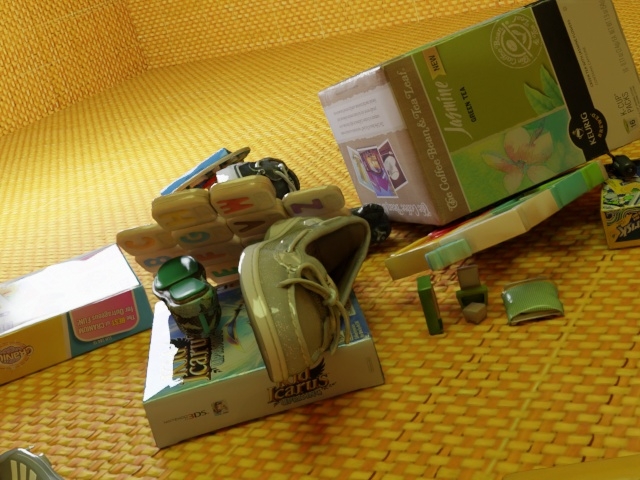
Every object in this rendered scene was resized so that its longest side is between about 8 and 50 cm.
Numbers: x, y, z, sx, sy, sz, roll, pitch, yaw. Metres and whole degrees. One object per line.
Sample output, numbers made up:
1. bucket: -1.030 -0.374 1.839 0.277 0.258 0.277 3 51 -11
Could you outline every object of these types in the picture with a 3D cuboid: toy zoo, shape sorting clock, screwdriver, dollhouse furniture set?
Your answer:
1. toy zoo: 0.204 -0.021 1.133 0.192 0.030 0.293 -23 1 42
2. shape sorting clock: -0.212 -0.109 1.737 0.206 0.040 0.206 -34 -3 -2
3. screwdriver: 0.382 -0.112 1.237 0.024 0.025 0.170 -14 20 7
4. dollhouse furniture set: 0.186 0.055 1.039 0.152 0.058 0.076 -12 20 10

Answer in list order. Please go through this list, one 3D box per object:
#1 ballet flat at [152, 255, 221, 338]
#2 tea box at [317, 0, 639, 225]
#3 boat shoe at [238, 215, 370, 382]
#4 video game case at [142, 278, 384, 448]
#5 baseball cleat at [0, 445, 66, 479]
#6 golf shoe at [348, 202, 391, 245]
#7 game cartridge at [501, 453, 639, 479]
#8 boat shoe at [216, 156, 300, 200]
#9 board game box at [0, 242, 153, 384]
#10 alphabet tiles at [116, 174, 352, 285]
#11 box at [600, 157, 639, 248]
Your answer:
1. ballet flat: -0.151 0.068 1.077 0.070 0.070 0.188 -18 15 -8
2. tea box: 0.210 -0.179 1.312 0.323 0.220 0.329 -25 8 -12
3. boat shoe: -0.009 0.041 0.969 0.103 0.118 0.320 -15 13 11
4. video game case: -0.072 0.112 1.081 0.244 0.061 0.269 -17 20 -1
5. baseball cleat: -0.265 0.246 0.844 0.206 0.072 0.109 5 28 46
6. golf shoe: 0.000 0.000 1.335 0.198 0.077 0.094 -12 5 -3
7. game cartridge: 0.256 0.221 0.548 0.285 0.052 0.323 -12 20 11
8. boat shoe: -0.094 -0.088 1.547 0.119 0.121 0.335 -19 17 2
9. board game box: -0.409 0.111 1.330 0.316 0.064 0.242 -20 20 -14
10. alphabet tiles: -0.094 0.003 1.166 0.278 0.284 0.021 -11 65 9
11. box: 0.383 -0.049 1.180 0.059 0.054 0.169 -9 21 20
